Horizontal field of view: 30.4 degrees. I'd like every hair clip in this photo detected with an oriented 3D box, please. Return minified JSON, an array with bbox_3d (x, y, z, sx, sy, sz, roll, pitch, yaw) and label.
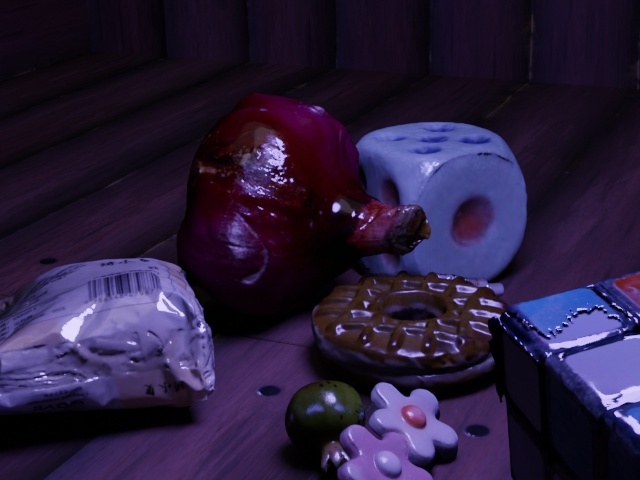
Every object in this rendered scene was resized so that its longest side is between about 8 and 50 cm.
[{"bbox_3d":[0.099,0.275,1.553,0.146,0.075,0.257,45,24,3],"label":"hair clip"}]

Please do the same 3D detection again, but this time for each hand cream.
[{"bbox_3d":[0.198,0.092,2.070,0.257,0.084,0.050,1,4,-8],"label":"hand cream"}]

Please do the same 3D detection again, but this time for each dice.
[{"bbox_3d":[0.209,-0.066,2.210,0.265,0.268,0.262,-14,22,-26],"label":"dice"}]

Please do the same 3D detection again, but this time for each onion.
[{"bbox_3d":[-0.015,-0.035,2.022,0.420,0.398,0.398,18,26,15],"label":"onion"}]

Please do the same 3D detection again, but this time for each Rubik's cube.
[{"bbox_3d":[0.412,0.240,1.191,0.359,0.362,0.363,-13,25,-15],"label":"Rubik's cube"}]

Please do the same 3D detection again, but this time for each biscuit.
[{"bbox_3d":[0.146,0.143,1.888,0.332,0.103,0.332,-1,21,0],"label":"biscuit"}]

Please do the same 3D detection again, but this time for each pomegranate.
[{"bbox_3d":[0.010,0.259,1.602,0.114,0.114,0.142,-5,50,-9],"label":"pomegranate"}]

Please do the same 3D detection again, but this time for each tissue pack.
[{"bbox_3d":[-0.362,0.142,1.795,0.375,0.195,0.390,-6,16,-9],"label":"tissue pack"}]
